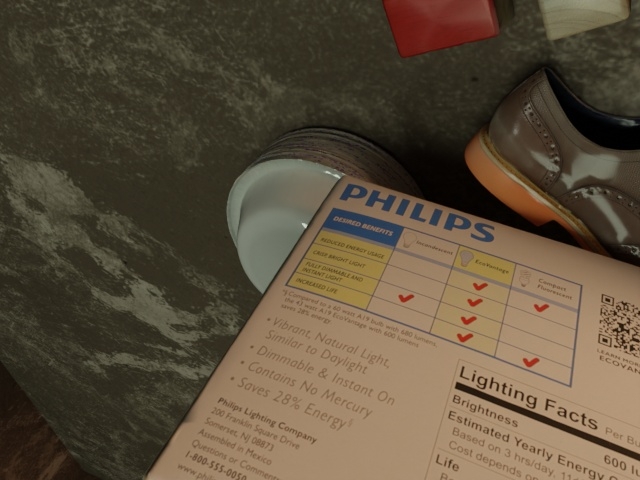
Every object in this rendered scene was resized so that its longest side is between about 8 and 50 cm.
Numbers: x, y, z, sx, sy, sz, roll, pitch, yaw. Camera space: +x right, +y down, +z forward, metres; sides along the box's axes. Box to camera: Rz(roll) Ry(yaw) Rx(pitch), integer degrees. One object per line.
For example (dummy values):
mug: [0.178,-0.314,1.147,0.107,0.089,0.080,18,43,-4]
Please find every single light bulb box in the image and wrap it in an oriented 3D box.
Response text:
light bulb box: [0.105,0.171,0.515,0.357,0.361,0.225,19,135,13]

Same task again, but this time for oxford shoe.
oxford shoe: [0.330,-0.035,0.569,0.363,0.130,0.133,32,132,2]

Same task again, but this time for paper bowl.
paper bowl: [0.000,0.000,0.789,0.284,0.148,0.284,17,134,18]

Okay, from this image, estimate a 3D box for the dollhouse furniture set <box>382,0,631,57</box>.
dollhouse furniture set: [0.198,-0.260,0.418,0.374,0.152,0.201,-3,127,34]
